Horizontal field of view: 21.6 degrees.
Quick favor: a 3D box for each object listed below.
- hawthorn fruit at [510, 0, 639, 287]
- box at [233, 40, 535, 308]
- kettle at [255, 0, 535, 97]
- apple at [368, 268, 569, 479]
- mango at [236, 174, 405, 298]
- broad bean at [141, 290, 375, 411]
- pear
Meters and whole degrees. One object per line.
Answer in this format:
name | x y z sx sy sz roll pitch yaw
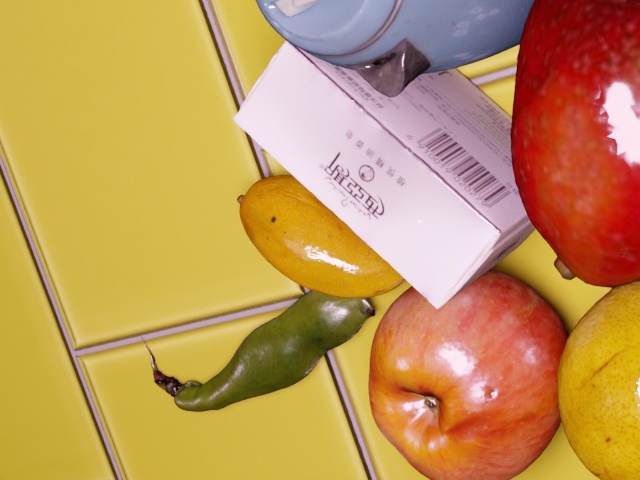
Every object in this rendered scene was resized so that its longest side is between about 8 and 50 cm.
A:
hawthorn fruit | 0.273 -0.083 1.384 0.265 0.265 0.307 34 118 16
box | 0.081 -0.084 1.529 0.260 0.194 0.111 42 122 12
kettle | 0.049 -0.285 1.391 0.247 0.342 0.319 -22 94 34
apple | 0.136 0.132 1.582 0.209 0.164 0.209 20 126 29
mango | 0.000 0.000 1.671 0.190 0.075 0.098 29 89 9
broad bean | -0.066 0.117 1.763 0.318 0.056 0.098 -18 97 35
pear | 0.314 0.125 1.460 0.209 0.209 0.209 10 111 26
